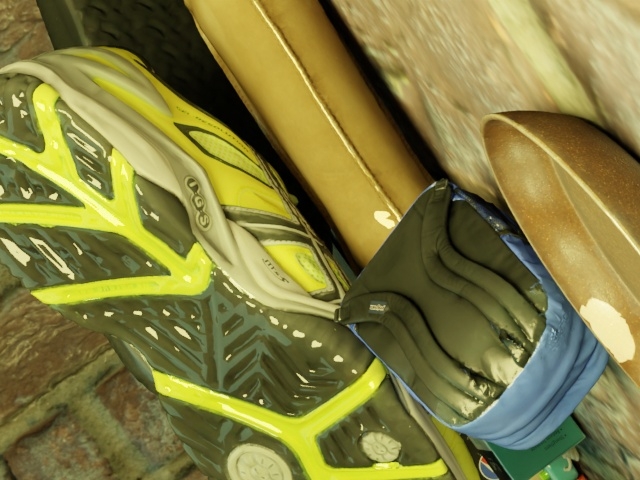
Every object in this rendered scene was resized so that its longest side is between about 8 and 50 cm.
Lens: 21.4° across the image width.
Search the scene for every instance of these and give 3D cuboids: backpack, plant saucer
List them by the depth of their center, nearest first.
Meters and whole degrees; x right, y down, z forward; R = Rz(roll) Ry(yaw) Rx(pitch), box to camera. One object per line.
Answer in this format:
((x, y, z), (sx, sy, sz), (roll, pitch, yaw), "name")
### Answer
((0.122, 0.013, 0.649), (0.168, 0.029, 0.168), (54, 177, 4), "plant saucer")
((0.088, 0.041, 0.830), (0.101, 0.098, 0.120), (21, -163, -38), "backpack")

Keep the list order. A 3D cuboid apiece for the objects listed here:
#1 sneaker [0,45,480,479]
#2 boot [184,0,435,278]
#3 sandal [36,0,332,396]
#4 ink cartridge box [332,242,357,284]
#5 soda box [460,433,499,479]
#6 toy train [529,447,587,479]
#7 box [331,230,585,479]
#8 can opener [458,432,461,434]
((-0.029, 0.035, 0.943), (0.384, 0.145, 0.147), (50, -146, -8), "sneaker")
((0.022, -0.041, 1.018), (0.269, 0.089, 0.236), (56, 170, 7), "boot")
((-0.105, -0.067, 1.143), (0.107, 0.168, 0.445), (117, 146, -47), "sandal")
((-0.012, 0.052, 1.192), (0.143, 0.090, 0.092), (56, 176, 1), "ink cartridge box")
((0.179, 0.237, 1.598), (0.169, 0.060, 0.053), (55, 175, 5), "soda box")
((0.140, 0.135, 1.303), (0.166, 0.046, 0.125), (52, 175, 39), "toy train")
((0.084, 0.055, 1.183), (0.244, 0.060, 0.100), (54, 176, 5), "box")
((0.033, 0.107, 1.392), (0.283, 0.076, 0.095), (18, 168, -34), "can opener")
